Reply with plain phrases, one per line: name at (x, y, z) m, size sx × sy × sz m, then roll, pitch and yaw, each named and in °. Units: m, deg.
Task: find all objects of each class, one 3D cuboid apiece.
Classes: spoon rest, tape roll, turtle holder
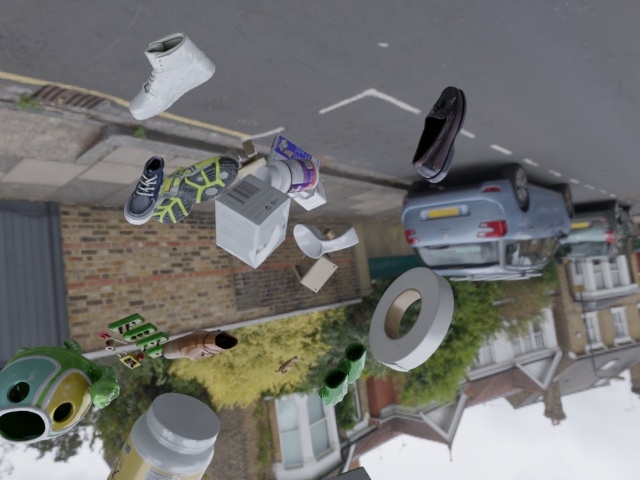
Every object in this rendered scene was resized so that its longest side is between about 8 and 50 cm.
spoon rest at (0.000, 0.000, 1.546) m, size 0.084 × 0.137 × 0.276 m, roll -36°, pitch -159°, yaw -36°
tape roll at (0.325, 0.284, 1.696) m, size 0.072 × 0.392 × 0.392 m, roll 30°, pitch 160°, yaw -20°
turtle holder at (-0.728, 0.433, 1.258) m, size 0.320 × 0.243 × 0.227 m, roll 19°, pitch -164°, yaw -14°

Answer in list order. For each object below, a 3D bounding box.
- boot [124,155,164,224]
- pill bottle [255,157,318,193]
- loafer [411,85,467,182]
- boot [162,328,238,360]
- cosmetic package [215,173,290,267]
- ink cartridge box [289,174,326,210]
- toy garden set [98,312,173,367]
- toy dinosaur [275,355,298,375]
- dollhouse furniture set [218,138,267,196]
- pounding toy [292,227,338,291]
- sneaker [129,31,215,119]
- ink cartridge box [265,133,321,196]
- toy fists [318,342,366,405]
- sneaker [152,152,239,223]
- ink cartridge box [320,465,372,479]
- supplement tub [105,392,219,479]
boot at (-0.430, -0.128, 1.128) m, size 0.069 × 0.190 × 0.086 m, roll 12°, pitch 130°, yaw -12°
pill bottle at (-0.107, -0.201, 1.453) m, size 0.108 × 0.108 × 0.193 m, roll -12°, pitch -178°, yaw 45°
loafer at (0.329, -0.312, 1.282) m, size 0.095 × 0.303 × 0.109 m, roll 24°, pitch 162°, yaw -24°
boot at (-0.383, 0.354, 1.623) m, size 0.220 × 0.109 × 0.283 m, roll -15°, pitch 164°, yaw 21°
cosmetic package at (-0.194, -0.055, 1.308) m, size 0.151 × 0.151 × 0.184 m, roll -47°, pitch 160°, yaw -37°
ink cartridge box at (-0.095, -0.296, 2.207) m, size 0.114 × 0.198 × 0.273 m, roll -23°, pitch 151°, yaw 19°
toy garden set at (-0.645, 0.363, 1.594) m, size 0.203 × 0.049 × 0.244 m, roll -22°, pitch 137°, yaw 9°
toy dinosaur at (-0.183, 0.642, 2.330) m, size 0.112 × 0.064 × 0.211 m, roll -56°, pitch 171°, yaw 22°
dollhouse furniture set at (-0.337, -0.274, 2.014) m, size 0.242 × 0.161 × 0.212 m, roll -28°, pitch 145°, yaw 3°
pounding toy at (0.000, 0.057, 1.708) m, size 0.094 × 0.206 × 0.181 m, roll 35°, pitch -170°, yaw -27°
sneaker at (-0.469, -0.480, 1.324) m, size 0.292 × 0.108 × 0.169 m, roll -32°, pitch 153°, yaw 8°
ink cartridge box at (-0.104, -0.279, 1.757) m, size 0.208 × 0.206 × 0.045 m, roll 29°, pitch 139°, yaw -21°
toy fists at (0.090, 0.535, 1.835) m, size 0.096 × 0.142 × 0.279 m, roll 20°, pitch -139°, yaw 27°
sneaker at (-0.441, -0.204, 1.562) m, size 0.384 × 0.147 × 0.145 m, roll -26°, pitch 148°, yaw 23°
ink cartridge box at (0.027, 0.672, 1.118) m, size 0.160 × 0.219 × 0.092 m, roll 1°, pitch -148°, yaw -35°
supplement tub at (-0.450, 0.634, 1.305) m, size 0.241 × 0.331 × 0.241 m, roll 27°, pitch -175°, yaw -3°
